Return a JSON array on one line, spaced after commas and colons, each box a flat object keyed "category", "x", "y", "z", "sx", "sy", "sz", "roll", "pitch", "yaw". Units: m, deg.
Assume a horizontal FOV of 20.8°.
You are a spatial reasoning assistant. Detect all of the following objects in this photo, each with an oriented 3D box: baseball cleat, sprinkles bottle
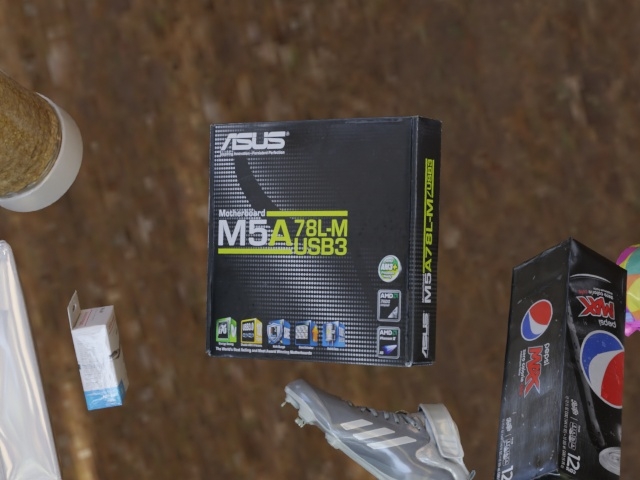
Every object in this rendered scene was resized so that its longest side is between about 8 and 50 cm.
[{"category": "baseball cleat", "x": 0.063, "y": 0.185, "z": 1.743, "sx": 0.206, "sy": 0.109, "sz": 0.072, "roll": 41, "pitch": 175, "yaw": -10}, {"category": "sprinkles bottle", "x": -0.362, "y": -0.133, "z": 1.675, "sx": 0.121, "sy": 0.121, "sz": 0.355, "roll": 65, "pitch": -168, "yaw": 25}]

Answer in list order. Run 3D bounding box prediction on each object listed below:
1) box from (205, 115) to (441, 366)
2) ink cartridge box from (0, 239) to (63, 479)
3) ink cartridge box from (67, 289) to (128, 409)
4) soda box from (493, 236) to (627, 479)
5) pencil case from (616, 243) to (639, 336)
[{"category": "box", "x": 0.000, "y": 0.000, "z": 1.323, "sx": 0.190, "sy": 0.045, "sz": 0.184, "roll": 1, "pitch": 91, "yaw": 33}, {"category": "ink cartridge box", "x": -0.319, "y": 0.131, "z": 1.400, "sx": 0.270, "sy": 0.197, "sz": 0.198, "roll": 134, "pitch": 123, "yaw": -78}, {"category": "ink cartridge box", "x": -0.170, "y": 0.082, "z": 1.341, "sx": 0.048, "sy": 0.028, "sz": 0.083, "roll": -90, "pitch": -10, "yaw": -73}, {"category": "soda box", "x": 0.151, "y": 0.086, "z": 1.085, "sx": 0.060, "sy": 0.053, "sz": 0.169, "roll": -31, "pitch": 40, "yaw": 44}, {"category": "pencil case", "x": 0.414, "y": 0.050, "z": 1.848, "sx": 0.236, "sy": 0.104, "sz": 0.104, "roll": -9, "pitch": 96, "yaw": 55}]
